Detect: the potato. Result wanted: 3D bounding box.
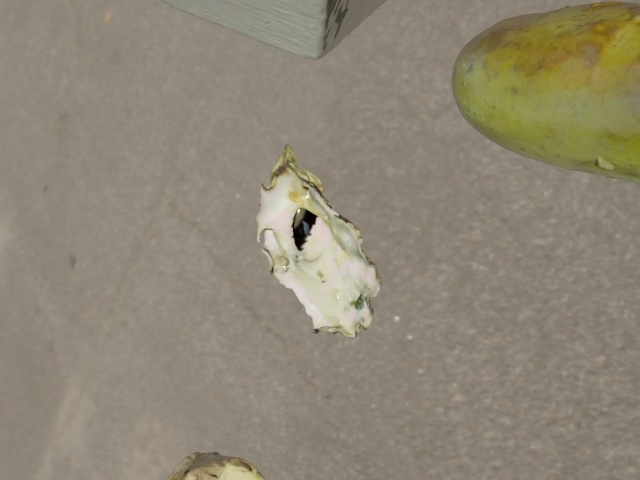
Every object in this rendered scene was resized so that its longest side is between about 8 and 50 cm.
[{"bbox_3d":[0.239,-0.115,0.790,0.298,0.176,0.141,17,101,26],"label":"potato"}]

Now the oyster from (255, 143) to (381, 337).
[{"bbox_3d":[-0.002,0.009,1.165,0.209,0.072,0.133,44,121,13],"label":"oyster"}]

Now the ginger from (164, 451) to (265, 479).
[{"bbox_3d":[-0.118,0.373,1.303,0.221,0.130,0.276,44,153,39],"label":"ginger"}]

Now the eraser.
[{"bbox_3d":[-0.005,-0.200,0.696,0.352,0.111,0.077,-54,-13,-60],"label":"eraser"}]
